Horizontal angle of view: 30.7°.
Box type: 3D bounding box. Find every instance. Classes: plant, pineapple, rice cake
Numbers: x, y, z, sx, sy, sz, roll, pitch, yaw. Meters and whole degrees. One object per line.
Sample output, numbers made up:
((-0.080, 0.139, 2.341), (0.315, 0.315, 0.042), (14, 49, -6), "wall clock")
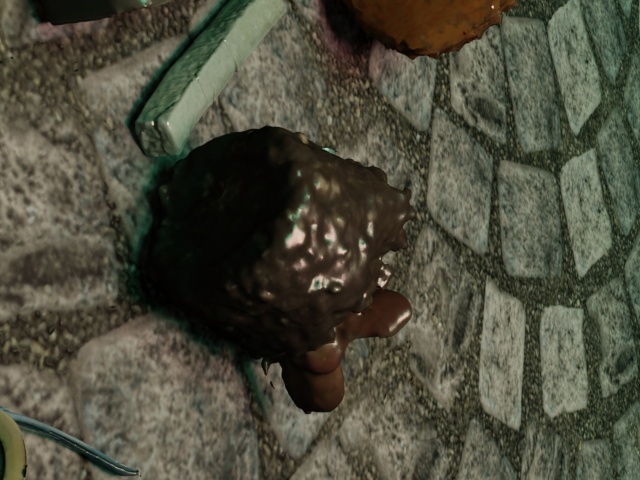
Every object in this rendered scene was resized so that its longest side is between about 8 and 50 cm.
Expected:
((-0.022, 0.014, 1.008), (0.234, 0.178, 0.204), (35, 55, -42), "plant")
((0.156, -0.313, 1.342), (0.362, 0.202, 0.202), (-25, 106, -66), "pineapple")
((-0.095, -0.163, 1.052), (0.245, 0.042, 0.045), (-59, 143, -42), "rice cake")

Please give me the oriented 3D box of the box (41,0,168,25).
((-0.137, -0.291, 0.944), (0.274, 0.138, 0.178), (-36, 120, -50), "box")

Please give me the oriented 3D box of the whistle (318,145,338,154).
((0.000, 0.000, 1.169), (0.039, 0.039, 0.186), (13, 74, -55), "whistle")

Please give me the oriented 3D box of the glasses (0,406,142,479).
((-0.182, 0.213, 0.809), (0.220, 0.088, 0.189), (18, 69, -54), "glasses")
